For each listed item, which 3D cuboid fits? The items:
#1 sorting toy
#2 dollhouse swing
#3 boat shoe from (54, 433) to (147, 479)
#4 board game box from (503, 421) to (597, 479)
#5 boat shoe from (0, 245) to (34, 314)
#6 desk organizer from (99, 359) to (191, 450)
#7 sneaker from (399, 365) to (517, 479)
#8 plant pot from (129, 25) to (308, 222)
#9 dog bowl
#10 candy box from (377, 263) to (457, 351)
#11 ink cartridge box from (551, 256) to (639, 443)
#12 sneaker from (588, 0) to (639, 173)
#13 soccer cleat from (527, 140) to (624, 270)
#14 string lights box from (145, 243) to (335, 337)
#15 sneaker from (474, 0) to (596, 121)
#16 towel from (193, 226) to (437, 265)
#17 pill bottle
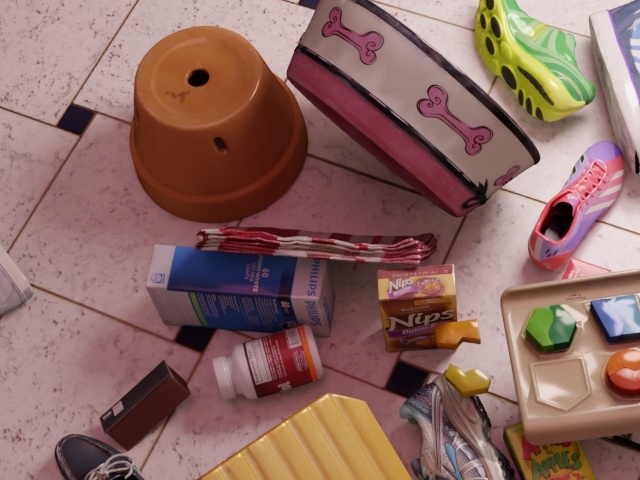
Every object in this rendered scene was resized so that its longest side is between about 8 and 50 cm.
[{"bbox_3d":[0.316,0.159,1.741,0.307,0.041,0.229,-8,61,4],"label":"sorting toy"},{"bbox_3d":[0.061,0.380,1.571,0.347,0.315,0.305,-30,104,-29],"label":"dollhouse swing"},{"bbox_3d":[-0.289,0.355,1.818,0.095,0.079,0.254,-41,64,-15],"label":"boat shoe"},{"bbox_3d":[0.327,0.330,1.767,0.092,0.043,0.181,-19,63,-3],"label":"board game box"},{"bbox_3d":[-0.548,0.027,2.034,0.081,0.079,0.227,-38,66,-19],"label":"boat shoe"},{"bbox_3d":[-0.257,0.243,1.891,0.130,0.050,0.047,-42,30,1],"label":"desk organizer"},{"bbox_3d":[0.199,0.321,1.777,0.122,0.110,0.283,-29,57,11],"label":"sneaker"},{"bbox_3d":[-0.174,-0.202,2.043,0.291,0.203,0.291,-3,60,5],"label":"plant pot"},{"bbox_3d":[0.122,-0.193,1.908,0.408,0.408,0.150,40,91,25],"label":"dog bowl"},{"bbox_3d":[0.141,0.100,1.842,0.109,0.186,0.053,-5,60,5],"label":"candy box"},{"bbox_3d":[0.445,0.168,1.806,0.273,0.114,0.197,19,66,17],"label":"ink cartridge box"},{"bbox_3d":[0.567,-0.263,2.021,0.236,0.130,0.322,-11,55,6],"label":"sneaker"},{"bbox_3d":[0.393,-0.064,1.953,0.083,0.095,0.248,29,69,21],"label":"soccer cleat"},{"bbox_3d":[-0.116,0.077,1.918,0.260,0.133,0.076,4,61,9],"label":"string lights box"},{"bbox_3d":[0.346,-0.309,2.107,0.123,0.109,0.295,-11,56,-25],"label":"sneaker"},{"bbox_3d":[0.000,0.000,1.904,0.329,0.237,0.037,4,94,10],"label":"towel"},{"bbox_3d":[-0.076,0.182,1.883,0.152,0.086,0.086,-16,60,-1],"label":"pill bottle"}]
